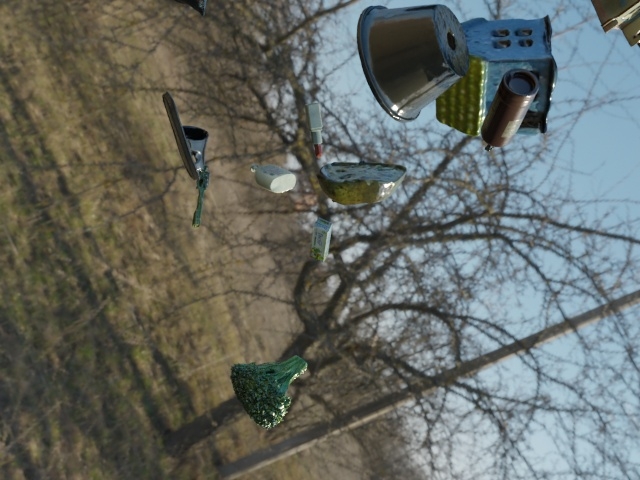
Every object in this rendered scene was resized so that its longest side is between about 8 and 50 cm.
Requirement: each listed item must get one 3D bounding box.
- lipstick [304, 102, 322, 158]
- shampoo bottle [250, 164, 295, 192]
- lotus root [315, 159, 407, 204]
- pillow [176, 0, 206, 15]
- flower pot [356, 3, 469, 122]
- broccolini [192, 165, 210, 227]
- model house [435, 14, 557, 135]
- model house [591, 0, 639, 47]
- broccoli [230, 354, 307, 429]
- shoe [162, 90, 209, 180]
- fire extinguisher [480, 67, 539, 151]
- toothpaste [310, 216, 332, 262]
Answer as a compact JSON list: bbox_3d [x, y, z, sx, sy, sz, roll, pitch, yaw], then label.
[{"bbox_3d":[-0.011,-0.255,1.592,0.030,0.030,0.129,-139,-142,-68],"label":"lipstick"},{"bbox_3d":[-0.128,-0.158,1.652,0.152,0.077,0.045,31,-47,48],"label":"shampoo bottle"},{"bbox_3d":[0.085,-0.115,1.437,0.203,0.183,0.078,-40,135,-62],"label":"lotus root"},{"bbox_3d":[-0.231,-0.474,1.193,0.150,0.090,0.048,120,-27,-44],"label":"pillow"},{"bbox_3d":[0.213,-0.400,1.457,0.269,0.166,0.269,27,57,-50],"label":"flower pot"},{"bbox_3d":[-0.373,-0.133,2.066,0.071,0.057,0.254,45,32,-33],"label":"broccolini"},{"bbox_3d":[0.404,-0.400,1.648,0.237,0.303,0.216,80,19,-48],"label":"model house"},{"bbox_3d":[0.750,-0.540,1.429,0.244,0.326,0.169,-43,-114,46],"label":"model house"},{"bbox_3d":[-0.111,0.359,1.679,0.194,0.194,0.220,-116,-166,-52],"label":"broccoli"},{"bbox_3d":[-0.198,-0.163,1.050,0.062,0.053,0.159,47,-21,44],"label":"shoe"},{"bbox_3d":[0.380,-0.255,1.384,0.071,0.099,0.231,35,-23,15],"label":"fire extinguisher"},{"bbox_3d":[0.000,0.000,1.831,0.046,0.034,0.164,23,-31,9],"label":"toothpaste"}]
